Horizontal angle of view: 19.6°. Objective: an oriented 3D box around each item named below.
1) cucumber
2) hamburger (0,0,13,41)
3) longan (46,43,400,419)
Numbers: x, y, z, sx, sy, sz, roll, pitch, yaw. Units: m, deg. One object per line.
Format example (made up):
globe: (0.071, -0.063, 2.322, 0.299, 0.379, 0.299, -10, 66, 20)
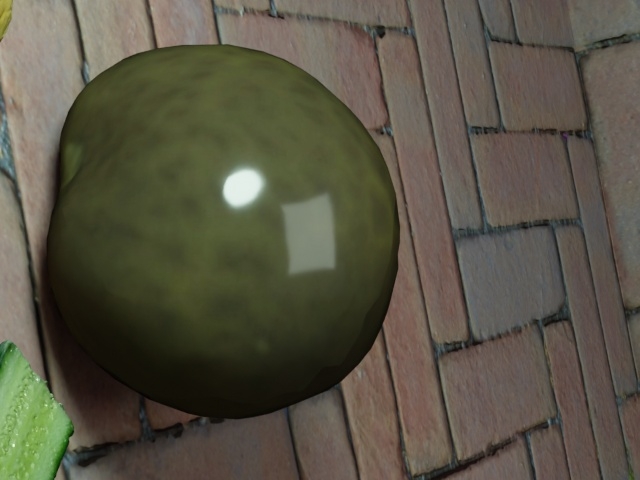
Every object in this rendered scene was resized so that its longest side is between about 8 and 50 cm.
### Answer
cucumber: (-0.302, 0.219, 1.653, 0.115, 0.063, 0.244, 52, 36, -32)
hamburger: (-0.383, -0.256, 1.600, 0.259, 0.145, 0.283, -64, 141, -56)
longan: (-0.097, -0.012, 1.878, 0.405, 0.336, 0.404, 16, 51, -21)
